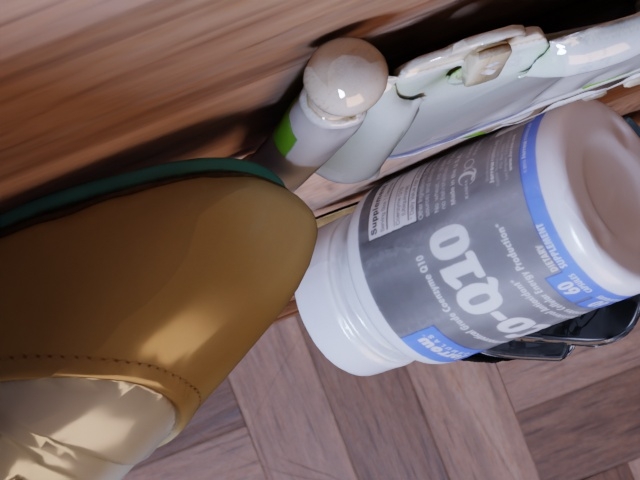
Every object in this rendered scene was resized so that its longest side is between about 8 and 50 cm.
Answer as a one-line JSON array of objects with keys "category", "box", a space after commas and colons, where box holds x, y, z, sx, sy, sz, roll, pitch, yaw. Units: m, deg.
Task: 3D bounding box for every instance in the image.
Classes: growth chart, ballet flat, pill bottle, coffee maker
[{"category": "growth chart", "box": [0.087, -0.054, 0.462, 0.237, 0.021, 0.172, -20, 177, -16]}, {"category": "ballet flat", "box": [-0.097, 0.054, 0.453, 0.232, 0.073, 0.080, -22, 149, 24]}, {"category": "pill bottle", "box": [0.060, 0.003, 0.739, 0.137, 0.078, 0.078, -24, 176, 37]}, {"category": "coffee maker", "box": [0.111, 0.034, 1.242, 0.171, 0.120, 0.178, -20, 176, -6]}]

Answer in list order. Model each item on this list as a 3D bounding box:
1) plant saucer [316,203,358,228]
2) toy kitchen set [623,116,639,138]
[{"category": "plant saucer", "box": [0.000, 0.000, 0.862, 0.083, 0.015, 0.083, -21, 177, -1]}, {"category": "toy kitchen set", "box": [0.226, -0.056, 1.015, 0.122, 0.166, 0.207, -23, -147, 44]}]
